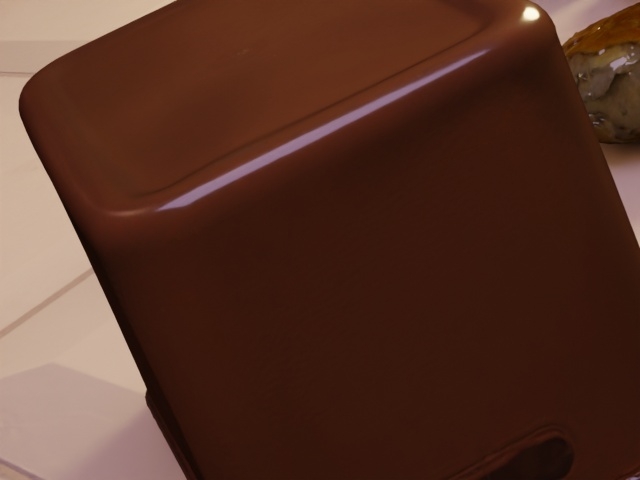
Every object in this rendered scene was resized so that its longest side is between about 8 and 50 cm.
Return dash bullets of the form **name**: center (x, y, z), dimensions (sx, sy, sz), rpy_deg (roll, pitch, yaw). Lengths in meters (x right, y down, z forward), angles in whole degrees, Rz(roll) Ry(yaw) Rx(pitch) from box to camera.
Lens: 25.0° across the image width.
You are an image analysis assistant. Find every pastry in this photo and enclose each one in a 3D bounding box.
- **pastry**: center (0.231, -0.122, 0.984), dimensions (0.153, 0.081, 0.153), rpy_deg (-22, 25, 11)

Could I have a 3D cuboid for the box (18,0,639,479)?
- **box**: center (0.000, 0.000, 0.754), dimensions (0.239, 0.229, 0.339), rpy_deg (-28, 24, -9)
